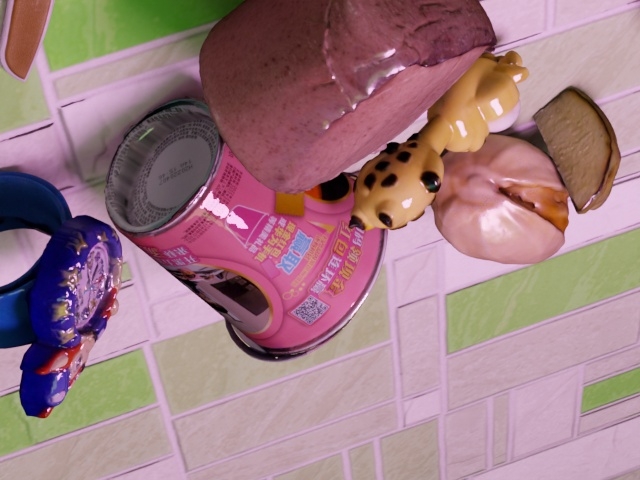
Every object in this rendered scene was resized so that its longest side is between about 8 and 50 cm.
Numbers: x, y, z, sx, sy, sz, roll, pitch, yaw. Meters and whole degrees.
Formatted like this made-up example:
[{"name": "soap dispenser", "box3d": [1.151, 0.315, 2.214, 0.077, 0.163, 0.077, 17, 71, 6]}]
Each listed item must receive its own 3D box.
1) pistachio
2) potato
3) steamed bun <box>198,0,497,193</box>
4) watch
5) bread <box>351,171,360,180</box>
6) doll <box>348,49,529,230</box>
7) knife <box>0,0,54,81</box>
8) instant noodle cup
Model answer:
[{"name": "pistachio", "box3d": [0.220, -0.045, 2.082, 0.157, 0.157, 0.229, -42, 147, 24]}, {"name": "potato", "box3d": [0.335, -0.097, 2.076, 0.081, 0.149, 0.120, -35, 147, 24]}, {"name": "steamed bun", "box3d": [0.017, -0.193, 1.703, 0.251, 0.199, 0.301, -42, 174, 24]}, {"name": "watch", "box3d": [-0.318, 0.038, 1.805, 0.171, 0.200, 0.196, 93, 23, -47]}, {"name": "bread", "box3d": [0.001, 0.001, 2.069, 0.119, 0.067, 0.192, -5, 141, -26]}, {"name": "doll", "box3d": [0.126, -0.109, 1.872, 0.291, 0.117, 0.086, -49, 126, -34]}, {"name": "knife", "box3d": [-0.268, -0.238, 1.630, 0.046, 0.022, 0.256, -10, 143, -27]}, {"name": "instant noodle cup", "box3d": [-0.089, -0.024, 1.866, 0.244, 0.244, 0.255, -37, 136, 17]}]
